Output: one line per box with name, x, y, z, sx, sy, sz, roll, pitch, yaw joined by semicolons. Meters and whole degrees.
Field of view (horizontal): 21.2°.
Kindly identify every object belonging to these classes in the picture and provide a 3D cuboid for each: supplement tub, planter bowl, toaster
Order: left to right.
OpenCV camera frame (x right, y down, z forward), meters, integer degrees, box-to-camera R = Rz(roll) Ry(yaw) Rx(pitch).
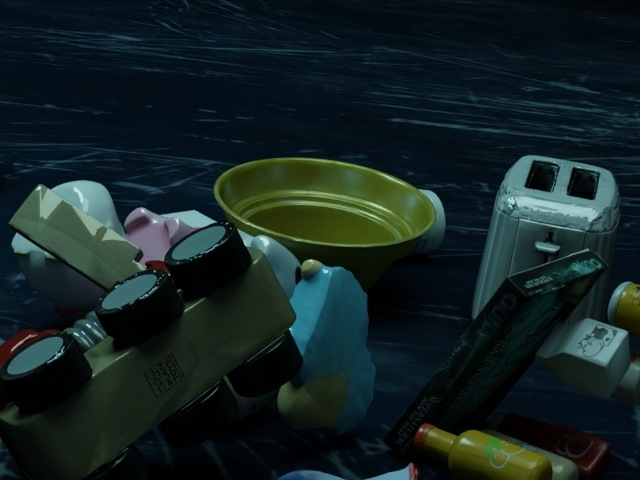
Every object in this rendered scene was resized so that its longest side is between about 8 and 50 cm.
planter bowl;0.000;0.000;1.665;0.217;0.090;0.217;6;23;-3
supplement tub;0.069;-0.018;1.788;0.107;0.071;0.071;-3;21;-29
toaster;0.223;0.009;1.654;0.129;0.146;0.227;12;19;10

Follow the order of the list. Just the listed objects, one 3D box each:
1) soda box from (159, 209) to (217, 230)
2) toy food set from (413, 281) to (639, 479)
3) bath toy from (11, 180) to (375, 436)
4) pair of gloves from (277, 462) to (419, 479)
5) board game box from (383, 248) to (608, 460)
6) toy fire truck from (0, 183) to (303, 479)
soda box;-0.083;0.039;1.557;0.074;0.069;0.216;-8;24;-41
toy food set;0.176;0.121;1.332;0.104;0.111;0.232;19;53;30
bath toy;-0.113;0.056;1.414;0.348;0.151;0.129;20;-17;38
pair of gloves;-0.012;0.192;1.101;0.159;0.023;0.198;-18;17;12
board game box;0.137;0.088;1.337;0.026;0.186;0.126;47;35;20
toy fire truck;-0.169;0.061;1.261;0.217;0.158;0.246;-36;22;-22
